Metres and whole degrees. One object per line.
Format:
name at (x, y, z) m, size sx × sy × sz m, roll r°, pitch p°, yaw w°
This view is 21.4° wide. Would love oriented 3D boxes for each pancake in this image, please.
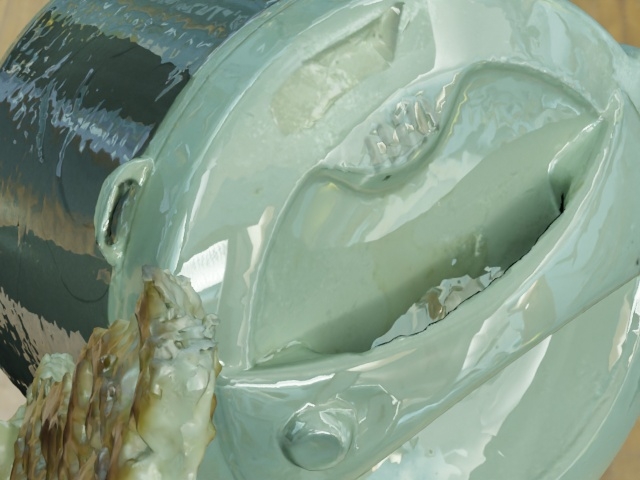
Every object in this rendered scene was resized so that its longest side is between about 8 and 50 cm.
pancake at (-0.078, 0.081, 0.406) m, size 0.057 × 0.244 × 0.266 m, roll 16°, pitch 39°, yaw -13°

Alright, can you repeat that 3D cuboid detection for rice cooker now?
rice cooker at (0.002, 0.002, 0.766) m, size 0.288 × 0.288 × 0.277 m, roll -19°, pitch 22°, yaw -30°
